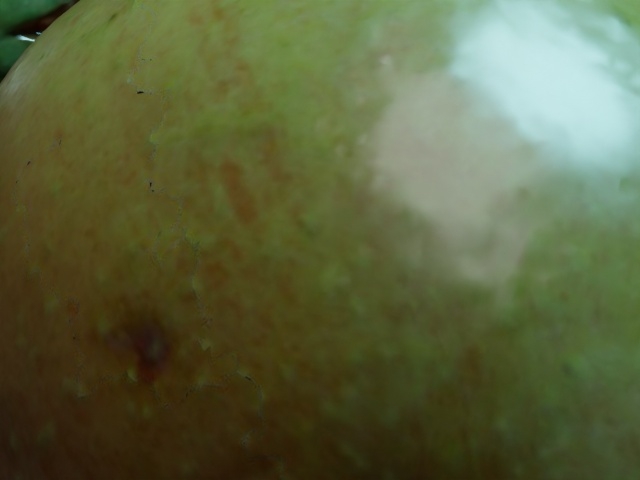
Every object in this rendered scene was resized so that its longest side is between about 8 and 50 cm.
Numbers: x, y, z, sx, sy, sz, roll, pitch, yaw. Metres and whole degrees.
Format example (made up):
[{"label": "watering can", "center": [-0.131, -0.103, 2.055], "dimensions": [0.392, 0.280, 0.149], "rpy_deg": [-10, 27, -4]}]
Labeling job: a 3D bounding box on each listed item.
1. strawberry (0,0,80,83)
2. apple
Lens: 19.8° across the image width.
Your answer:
[{"label": "strawberry", "center": [-0.252, -0.099, 0.877], "dimensions": [0.288, 0.250, 0.239], "rpy_deg": [6, 64, 45]}, {"label": "apple", "center": [0.035, 0.054, 0.580], "dimensions": [0.319, 0.319, 0.277], "rpy_deg": [-3, 33, -7]}]
